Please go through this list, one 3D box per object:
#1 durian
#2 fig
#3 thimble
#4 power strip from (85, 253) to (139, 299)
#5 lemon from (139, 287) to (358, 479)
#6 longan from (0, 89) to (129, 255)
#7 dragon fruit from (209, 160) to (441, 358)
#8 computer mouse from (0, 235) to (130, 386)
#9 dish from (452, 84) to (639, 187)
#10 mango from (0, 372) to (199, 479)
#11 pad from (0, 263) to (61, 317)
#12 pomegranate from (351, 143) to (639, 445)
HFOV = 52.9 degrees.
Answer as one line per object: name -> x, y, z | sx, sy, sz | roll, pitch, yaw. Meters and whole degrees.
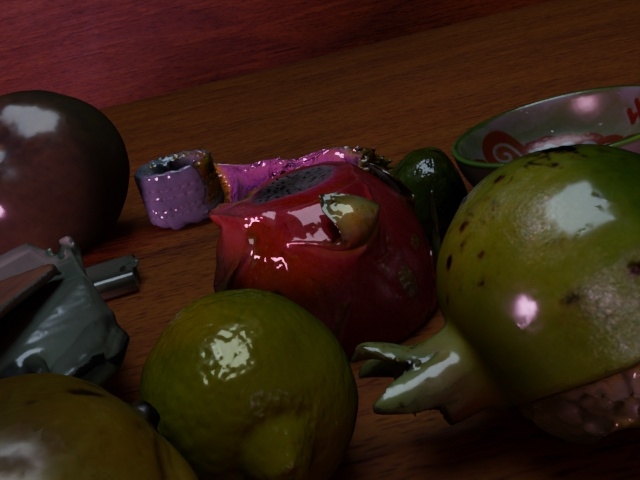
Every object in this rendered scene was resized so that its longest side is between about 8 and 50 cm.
durian -> -0.006, -0.066, 1.028 | 0.260, 0.154, 0.186 | -6, 0, 36
fig -> 0.139, -0.056, 0.953 | 0.156, 0.123, 0.123 | -36, 18, 18
thimble -> -0.266, -0.098, 1.229 | 0.151, 0.118, 0.127 | -10, 24, 9
power strip -> -0.411, 0.085, 1.009 | 0.267, 0.034, 0.092 | -18, 25, -10
lemon -> -0.066, 0.131, 0.563 | 0.184, 0.184, 0.248 | -22, 17, -19
longan -> -0.500, -0.109, 1.157 | 0.318, 0.319, 0.319 | -11, 25, 5
dragon fruit -> 0.000, 0.000, 0.799 | 0.290, 0.189, 0.291 | -10, 25, 5
computer mouse -> -0.337, 0.129, 0.736 | 0.228, 0.146, 0.429 | -34, 27, -18
dish -> 0.370, -0.120, 0.964 | 0.324, 0.124, 0.324 | -17, 20, 6
mango -> -0.280, 0.248, 0.395 | 0.445, 0.221, 0.301 | -27, 31, 0
pad -> -0.421, 0.117, 0.596 | 0.284, 0.018, 0.286 | -18, 17, 17
pomegranate -> 0.191, 0.055, 0.542 | 0.340, 0.261, 0.260 | -23, 25, -4
